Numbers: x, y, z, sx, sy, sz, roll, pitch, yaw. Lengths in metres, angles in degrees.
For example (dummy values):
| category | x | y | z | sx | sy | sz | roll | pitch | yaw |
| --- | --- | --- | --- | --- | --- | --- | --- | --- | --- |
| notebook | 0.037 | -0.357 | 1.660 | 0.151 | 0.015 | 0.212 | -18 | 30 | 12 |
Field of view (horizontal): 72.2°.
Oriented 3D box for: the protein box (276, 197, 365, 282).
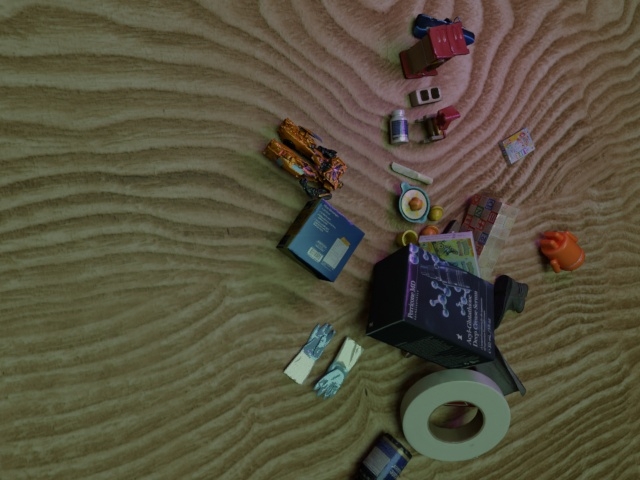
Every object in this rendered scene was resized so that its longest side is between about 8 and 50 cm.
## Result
| category | x | y | z | sx | sy | sz | roll | pitch | yaw |
| --- | --- | --- | --- | --- | --- | --- | --- | --- | --- |
| protein box | 0.000 | 0.000 | 1.476 | 0.200 | 0.136 | 0.201 | 38 | 77 | -17 |

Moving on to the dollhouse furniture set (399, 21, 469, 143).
| category | x | y | z | sx | sy | sz | roll | pitch | yaw |
| --- | --- | --- | --- | --- | --- | --- | --- | --- | --- |
| dollhouse furniture set | 0.445 | -0.570 | 1.624 | 0.152 | 0.201 | 0.373 | -18 | 96 | -21 |

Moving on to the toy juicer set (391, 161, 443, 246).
| category | x | y | z | sx | sy | sz | roll | pitch | yaw |
| --- | --- | --- | --- | --- | --- | --- | --- | --- | --- |
| toy juicer set | 0.382 | -0.138 | 1.656 | 0.210 | 0.089 | 0.328 | -4 | 91 | -22 |

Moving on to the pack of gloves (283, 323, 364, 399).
| category | x | y | z | sx | sy | sz | roll | pitch | yaw |
| --- | --- | --- | --- | --- | --- | --- | --- | --- | --- |
| pack of gloves | 0.012 | 0.420 | 1.541 | 0.195 | 0.046 | 0.232 | 39 | 73 | -6 |

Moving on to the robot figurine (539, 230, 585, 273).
| category | x | y | z | sx | sy | sz | roll | pitch | yaw |
| --- | --- | --- | --- | --- | --- | --- | --- | --- | --- |
| robot figurine | 1.052 | 0.050 | 1.906 | 0.219 | 0.128 | 0.158 | 37 | 42 | -17 |

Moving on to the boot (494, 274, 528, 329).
| category | x | y | z | sx | sy | sz | roll | pitch | yaw |
| --- | --- | --- | --- | --- | --- | --- | --- | --- | --- |
| boot | 0.786 | 0.275 | 1.826 | 0.161 | 0.083 | 0.246 | 25 | 82 | -26 |

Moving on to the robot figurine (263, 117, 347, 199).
| category | x | y | z | sx | sy | sz | roll | pitch | yaw |
| --- | --- | --- | --- | --- | --- | --- | --- | --- | --- |
| robot figurine | -0.035 | -0.268 | 1.473 | 0.291 | 0.085 | 0.211 | 34 | 63 | -15 |

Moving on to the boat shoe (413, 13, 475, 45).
| category | x | y | z | sx | sy | sz | roll | pitch | yaw |
| --- | --- | --- | --- | --- | --- | --- | --- | --- | --- |
| boat shoe | 0.488 | -0.822 | 1.695 | 0.259 | 0.109 | 0.088 | 4 | 85 | -24 |

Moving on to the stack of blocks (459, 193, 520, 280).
| category | x | y | z | sx | sy | sz | roll | pitch | yaw |
| --- | --- | --- | --- | --- | --- | --- | --- | --- | --- |
| stack of blocks | 0.628 | -0.016 | 1.709 | 0.087 | 0.171 | 0.296 | 15 | 102 | -21 |

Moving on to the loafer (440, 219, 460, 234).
| category | x | y | z | sx | sy | sz | roll | pitch | yaw |
| --- | --- | --- | --- | --- | --- | --- | --- | --- | --- |
| loafer | 0.505 | -0.018 | 1.723 | 0.050 | 0.056 | 0.148 | 43 | 75 | -10 |

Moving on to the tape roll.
| category | x | y | z | sx | sy | sz | roll | pitch | yaw |
| --- | --- | --- | --- | --- | --- | --- | --- | --- | --- |
| tape roll | 0.488 | 0.643 | 1.604 | 0.393 | 0.072 | 0.391 | 0 | 114 | 1 |

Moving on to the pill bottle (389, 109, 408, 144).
| category | x | y | z | sx | sy | sz | roll | pitch | yaw |
| --- | --- | --- | --- | --- | --- | --- | --- | --- | --- |
| pill bottle | 0.292 | -0.421 | 1.633 | 0.067 | 0.067 | 0.120 | -4 | 92 | -22 |

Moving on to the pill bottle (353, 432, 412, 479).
| category | x | y | z | sx | sy | sz | roll | pitch | yaw |
| --- | --- | --- | --- | --- | --- | --- | --- | --- | --- |
| pill bottle | 0.215 | 0.814 | 1.567 | 0.219 | 0.123 | 0.122 | -46 | 106 | -16 |

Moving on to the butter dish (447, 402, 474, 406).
| category | x | y | z | sx | sy | sz | roll | pitch | yaw |
| --- | --- | --- | --- | --- | --- | --- | --- | --- | --- |
| butter dish | 0.511 | 0.553 | 1.690 | 0.159 | 0.160 | 0.118 | 51 | 49 | -18 |

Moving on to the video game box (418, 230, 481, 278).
| category | x | y | z | sx | sy | sz | roll | pitch | yaw |
| --- | --- | --- | --- | --- | --- | --- | --- | --- | --- |
| video game box | 0.475 | 0.067 | 1.609 | 0.205 | 0.187 | 0.048 | 66 | 30 | -30 |

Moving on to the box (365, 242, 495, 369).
| category | x | y | z | sx | sy | sz | roll | pitch | yaw |
| --- | --- | --- | --- | --- | --- | --- | --- | --- | --- |
| box | 0.390 | 0.240 | 1.535 | 0.396 | 0.212 | 0.293 | 25 | 56 | -19 |

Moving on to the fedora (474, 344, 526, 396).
| category | x | y | z | sx | sy | sz | roll | pitch | yaw |
| --- | --- | --- | --- | --- | --- | --- | --- | --- | --- |
| fedora | 0.684 | 0.511 | 1.731 | 0.124 | 0.243 | 0.275 | -34 | 111 | 11 |

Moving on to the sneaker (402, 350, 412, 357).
| category | x | y | z | sx | sy | sz | roll | pitch | yaw |
| --- | --- | --- | --- | --- | --- | --- | --- | --- | --- |
| sneaker | 0.394 | 0.393 | 1.669 | 0.185 | 0.070 | 0.084 | -42 | 99 | -16 |

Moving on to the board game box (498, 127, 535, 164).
| category | x | y | z | sx | sy | sz | roll | pitch | yaw |
| --- | --- | --- | --- | --- | --- | --- | --- | --- | --- |
| board game box | 0.839 | -0.404 | 1.875 | 0.154 | 0.026 | 0.103 | -31 | 101 | -19 |
